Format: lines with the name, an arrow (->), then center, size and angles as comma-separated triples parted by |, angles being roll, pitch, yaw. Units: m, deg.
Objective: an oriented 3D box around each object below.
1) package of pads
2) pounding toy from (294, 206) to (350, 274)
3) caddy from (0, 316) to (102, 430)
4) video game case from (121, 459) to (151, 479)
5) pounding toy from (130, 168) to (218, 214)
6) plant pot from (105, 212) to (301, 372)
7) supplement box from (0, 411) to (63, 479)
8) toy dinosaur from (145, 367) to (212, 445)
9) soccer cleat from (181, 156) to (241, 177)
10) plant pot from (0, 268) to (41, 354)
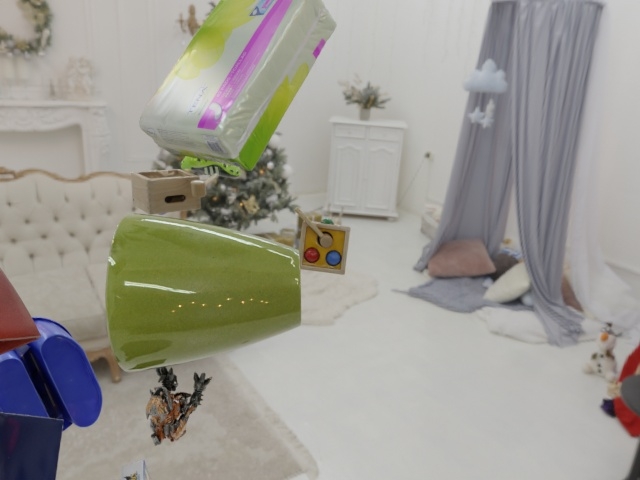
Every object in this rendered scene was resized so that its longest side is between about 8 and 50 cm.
package of pads -> -0.141, -0.268, 0.868 | 0.229, 0.296, 0.101 | 16, -19, 39
pounding toy -> 0.000, 0.000, 1.224 | 0.130, 0.141, 0.100 | 7, 4, 1
caddy -> -0.710, 0.361, 1.342 | 0.179, 0.341, 0.241 | 9, 29, 45
video game case -> -0.411, 0.712, 1.265 | 0.061, 0.269, 0.244 | -16, 18, -13
pounding toy -> -0.331, -0.110, 1.276 | 0.181, 0.094, 0.206 | -10, 20, -34
plant pot -> -0.181, 0.087, 0.934 | 0.294, 0.274, 0.275 | -1, 20, -3
supplement box -> -0.700, 0.438, 0.984 | 0.357, 0.194, 0.195 | -11, -26, 15
toy dinosaur -> -0.431, 0.484, 1.516 | 0.164, 0.322, 0.218 | 22, 50, -11
soccer cleat -> -0.300, -0.205, 1.464 | 0.072, 0.060, 0.179 | -26, -24, 36
plant pot -> -0.634, 0.088, 0.773 | 0.267, 0.235, 0.267 | -23, -7, -1
